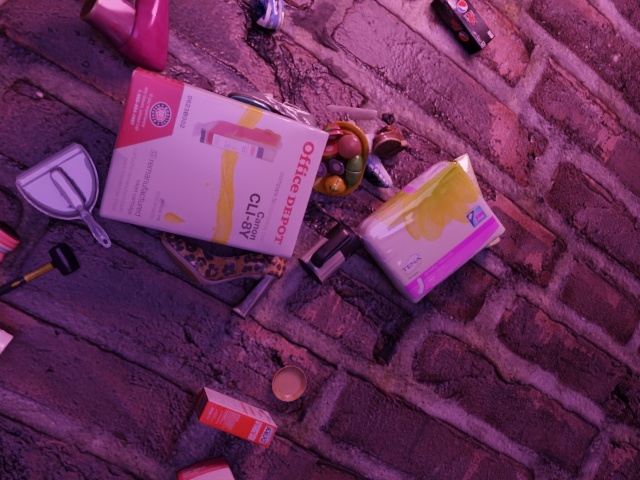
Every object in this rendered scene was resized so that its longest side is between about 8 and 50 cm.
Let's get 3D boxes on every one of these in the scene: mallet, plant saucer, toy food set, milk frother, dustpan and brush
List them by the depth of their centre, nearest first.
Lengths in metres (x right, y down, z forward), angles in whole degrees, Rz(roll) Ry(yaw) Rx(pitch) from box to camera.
[{"bbox_3d":[-0.572,0.080,1.076,0.189,0.039,0.062,-36,106,-10],"label":"mallet"},{"bbox_3d":[-0.484,-0.075,1.082,0.147,0.060,0.211,-36,103,-14],"label":"dustpan and brush"},{"bbox_3d":[0.040,-0.191,1.212,0.128,0.071,0.218,16,116,5],"label":"toy food set"},{"bbox_3d":[0.000,0.000,1.249,0.134,0.129,0.143,-42,62,-13],"label":"milk frother"},{"bbox_3d":[-0.074,0.332,1.270,0.083,0.015,0.083,-1,92,-20],"label":"plant saucer"}]

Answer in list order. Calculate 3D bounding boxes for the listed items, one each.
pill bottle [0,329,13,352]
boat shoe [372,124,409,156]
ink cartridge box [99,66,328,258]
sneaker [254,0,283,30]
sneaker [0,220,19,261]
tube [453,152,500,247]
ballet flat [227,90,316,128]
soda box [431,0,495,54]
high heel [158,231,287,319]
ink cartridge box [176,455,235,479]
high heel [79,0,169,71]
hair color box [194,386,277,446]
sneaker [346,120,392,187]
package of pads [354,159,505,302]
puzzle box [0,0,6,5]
[{"bbox_3d":[-0.687,0.157,0.992,0.215,0.117,0.117,36,81,-18],"label":"pill bottle"},{"bbox_3d":[0.153,-0.233,1.259,0.064,0.178,0.060,-30,85,23],"label":"boat shoe"},{"bbox_3d":[-0.210,-0.149,1.094,0.384,0.160,0.279,14,102,-20],"label":"ink cartridge box"},{"bbox_3d":[-0.114,-0.538,1.196,0.059,0.053,0.144,-2,92,-17],"label":"sneaker"},{"bbox_3d":[-0.723,-0.031,0.973,0.313,0.116,0.136,33,83,-18],"label":"sneaker"},{"bbox_3d":[0.387,-0.097,1.395,0.070,0.062,0.240,-38,104,-57],"label":"tube"},{"bbox_3d":[-0.104,-0.289,1.213,0.213,0.072,0.068,22,58,-20],"label":"ballet flat"},{"bbox_3d":[0.355,-0.550,1.356,0.053,0.060,0.169,-47,107,-10],"label":"soda box"},{"bbox_3d":[-0.203,0.023,1.184,0.261,0.093,0.186,43,67,-14],"label":"high heel"},{"bbox_3d":[-0.205,0.601,1.095,0.117,0.283,0.207,-11,96,-19],"label":"ink cartridge box"},{"bbox_3d":[-0.334,-0.543,1.113,0.181,0.127,0.377,34,76,-47],"label":"high heel"},{"bbox_3d":[-0.187,0.387,1.192,0.167,0.093,0.053,27,85,-18],"label":"hair color box"},{"bbox_3d":[0.114,-0.206,1.285,0.191,0.071,0.083,46,72,-16],"label":"sneaker"},{"bbox_3d":[0.256,-0.027,1.299,0.296,0.101,0.229,-39,104,-2],"label":"package of pads"},{"bbox_3d":[-0.605,-0.444,0.911,0.052,0.272,0.409,42,79,-16],"label":"puzzle box"}]
